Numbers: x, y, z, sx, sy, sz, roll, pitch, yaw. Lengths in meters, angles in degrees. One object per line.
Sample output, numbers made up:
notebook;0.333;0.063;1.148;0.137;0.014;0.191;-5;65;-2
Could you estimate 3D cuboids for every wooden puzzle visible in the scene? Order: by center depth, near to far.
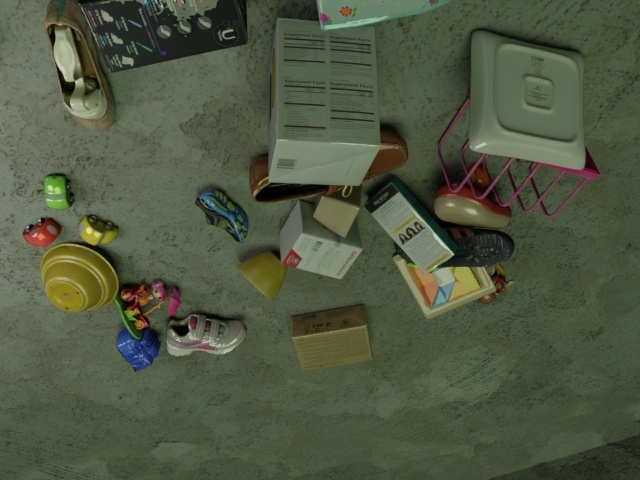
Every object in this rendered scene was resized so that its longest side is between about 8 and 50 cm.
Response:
wooden puzzle;0.352;0.098;1.882;0.221;0.044;0.238;-26;108;17

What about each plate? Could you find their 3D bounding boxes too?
plate;0.449;-0.304;1.404;0.277;0.277;0.045;8;167;-14

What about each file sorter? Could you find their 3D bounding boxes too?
file sorter;0.448;-0.193;1.552;0.291;0.202;0.182;13;135;-19

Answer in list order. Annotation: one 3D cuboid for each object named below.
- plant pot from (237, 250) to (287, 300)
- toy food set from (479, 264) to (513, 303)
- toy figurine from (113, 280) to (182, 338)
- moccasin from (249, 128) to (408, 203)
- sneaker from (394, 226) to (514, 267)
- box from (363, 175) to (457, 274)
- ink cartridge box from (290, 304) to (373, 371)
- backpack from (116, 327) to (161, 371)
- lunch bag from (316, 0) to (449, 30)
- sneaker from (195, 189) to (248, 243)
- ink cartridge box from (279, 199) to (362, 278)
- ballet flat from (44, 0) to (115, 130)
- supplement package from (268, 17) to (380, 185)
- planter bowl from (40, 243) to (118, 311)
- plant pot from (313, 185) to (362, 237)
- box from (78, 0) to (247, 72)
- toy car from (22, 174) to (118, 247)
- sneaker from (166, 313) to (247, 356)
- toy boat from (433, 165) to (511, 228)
plant pot;-0.147;0.084;1.812;0.095;0.134;0.134;-47;129;-2
toy food set;0.490;0.130;1.965;0.128;0.071;0.218;-35;129;25
toy figurine;-0.478;0.170;1.876;0.159;0.130;0.173;-25;109;-1
moccasin;0.019;-0.166;1.557;0.380;0.147;0.139;-9;135;1
sneaker;0.361;0.017;1.782;0.319;0.131;0.112;6;101;30
box;0.230;-0.037;1.693;0.100;0.060;0.244;-39;96;28
ink cartridge box;0.037;0.307;2.070;0.235;0.088;0.193;-10;136;1
backpack;-0.547;0.310;1.995;0.101;0.098;0.120;-31;118;10
lunch bag;0.113;-0.525;1.209;0.262;0.160;0.223;-6;134;7
sneaker;-0.248;-0.061;1.696;0.078;0.067;0.188;-8;141;32
ink cartridge box;0.000;0.000;1.732;0.176;0.127;0.128;16;131;-22
ballet flat;-0.498;-0.332;1.354;0.108;0.106;0.316;-5;135;-2
supplement package;-0.001;-0.269;1.331;0.198;0.262;0.199;2;162;-9
planter bowl;-0.655;0.122;1.755;0.217;0.090;0.217;4;123;5
plant pot;0.040;-0.091;1.672;0.096;0.109;0.109;18;131;-7
box;-0.282;-0.437;1.237;0.271;0.165;0.143;-11;134;4
toy car;-0.637;-0.063;1.640;0.239;0.053;0.225;-2;135;-5
sneaker;-0.347;0.276;1.979;0.252;0.103;0.111;-9;137;1
toy boat;0.387;-0.114;1.672;0.151;0.151;0.231;7;179;38
